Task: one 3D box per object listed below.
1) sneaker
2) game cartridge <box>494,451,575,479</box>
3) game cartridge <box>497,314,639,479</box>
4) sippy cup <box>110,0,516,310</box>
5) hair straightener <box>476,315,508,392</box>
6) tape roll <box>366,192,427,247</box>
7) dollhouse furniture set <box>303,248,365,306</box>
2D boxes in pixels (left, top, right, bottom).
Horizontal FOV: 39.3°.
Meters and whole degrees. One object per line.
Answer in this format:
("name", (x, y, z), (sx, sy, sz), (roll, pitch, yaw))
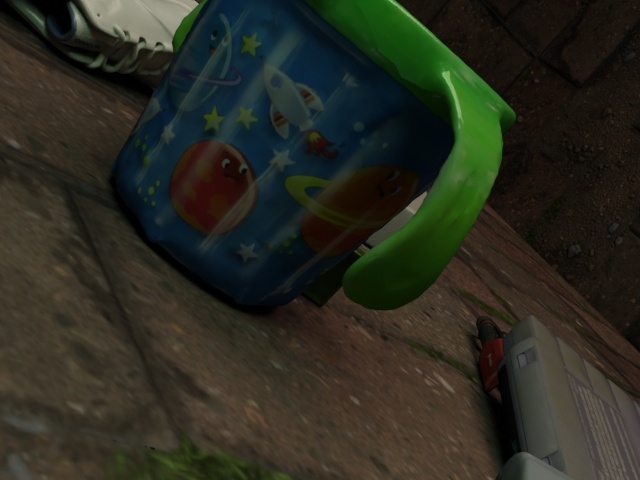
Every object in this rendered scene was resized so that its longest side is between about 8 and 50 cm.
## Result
("sneaker", (-0.206, -0.204, 0.863), (0.297, 0.111, 0.129), (28, 33, -34))
("game cartridge", (0.151, 0.205, 0.345), (0.198, 0.062, 0.297), (26, 17, 6))
("game cartridge", (0.258, 0.219, 0.774), (0.230, 0.068, 0.355), (35, 21, -7))
("sippy cup", (-0.021, -0.081, 0.644), (0.240, 0.224, 0.305), (40, 13, -9))
("hair straightener", (0.215, 0.144, 1.021), (0.089, 0.047, 0.230), (40, 8, -5))
("tape roll", (0.024, -0.111, 1.241), (0.392, 0.072, 0.392), (39, 13, -11))
("dollhouse furniture set", (0.000, 0.000, 0.812), (0.076, 0.058, 0.151), (39, 13, -13))
